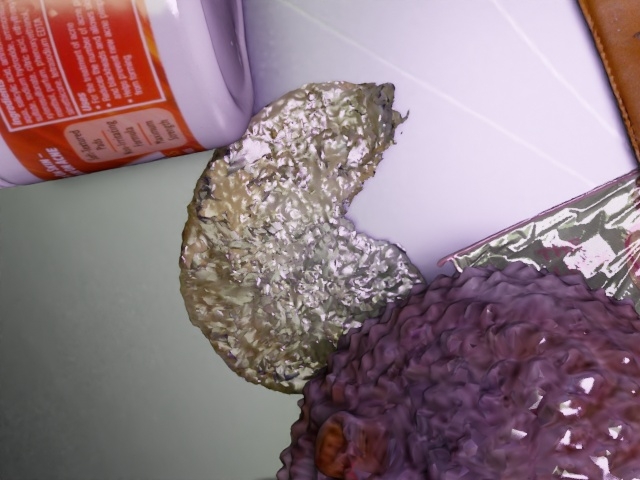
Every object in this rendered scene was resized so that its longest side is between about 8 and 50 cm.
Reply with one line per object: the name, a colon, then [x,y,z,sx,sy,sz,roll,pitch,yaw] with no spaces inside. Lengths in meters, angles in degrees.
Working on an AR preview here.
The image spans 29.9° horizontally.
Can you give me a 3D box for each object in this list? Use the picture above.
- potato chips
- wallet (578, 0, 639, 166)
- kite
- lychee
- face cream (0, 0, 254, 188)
potato chips: [-0.001,0.001,0.828,0.202,0.029,0.220,-1,97,8]
wallet: [0.257,-0.124,0.725,0.042,0.195,0.161,-22,90,-38]
kite: [0.246,0.039,0.816,0.323,0.013,0.267,24,97,3]
lychee: [0.118,0.155,0.709,0.300,0.300,0.300,1,95,6]
face cream: [-0.152,-0.142,0.743,0.187,0.201,0.201,-11,94,7]
